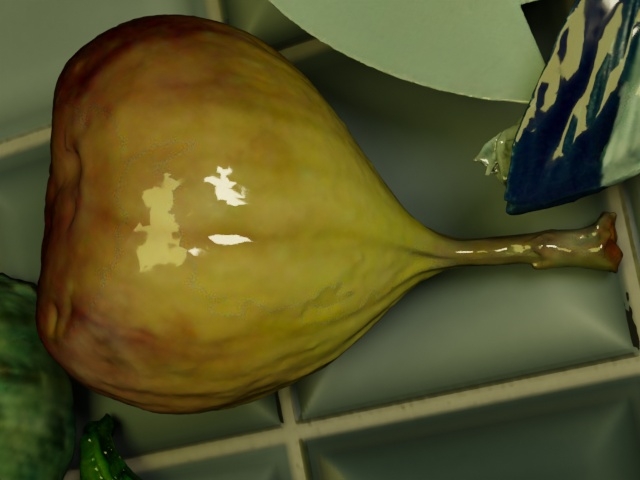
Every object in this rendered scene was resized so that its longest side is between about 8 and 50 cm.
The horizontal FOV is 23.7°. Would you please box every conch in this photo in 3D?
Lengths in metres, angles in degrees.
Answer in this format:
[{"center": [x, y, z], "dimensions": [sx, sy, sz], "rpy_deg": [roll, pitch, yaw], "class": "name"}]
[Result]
[{"center": [-0.187, 0.119, 0.707], "dimensions": [0.175, 0.122, 0.188], "rpy_deg": [-25, 79, 1], "class": "conch"}]

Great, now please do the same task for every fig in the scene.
[{"center": [-0.012, -0.002, 0.601], "dimensions": [0.230, 0.143, 0.160], "rpy_deg": [10, 89, 29], "class": "fig"}]

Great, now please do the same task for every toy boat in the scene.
[{"center": [0.066, -0.152, 0.597], "dimensions": [0.291, 0.070, 0.210], "rpy_deg": [42, 91, 24], "class": "toy boat"}]

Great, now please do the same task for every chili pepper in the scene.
[{"center": [-0.066, 0.121, 0.691], "dimensions": [0.118, 0.035, 0.055], "rpy_deg": [16, 83, 37], "class": "chili pepper"}]
